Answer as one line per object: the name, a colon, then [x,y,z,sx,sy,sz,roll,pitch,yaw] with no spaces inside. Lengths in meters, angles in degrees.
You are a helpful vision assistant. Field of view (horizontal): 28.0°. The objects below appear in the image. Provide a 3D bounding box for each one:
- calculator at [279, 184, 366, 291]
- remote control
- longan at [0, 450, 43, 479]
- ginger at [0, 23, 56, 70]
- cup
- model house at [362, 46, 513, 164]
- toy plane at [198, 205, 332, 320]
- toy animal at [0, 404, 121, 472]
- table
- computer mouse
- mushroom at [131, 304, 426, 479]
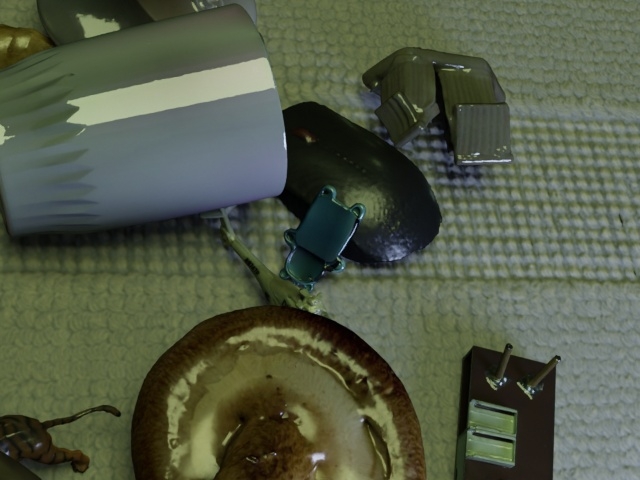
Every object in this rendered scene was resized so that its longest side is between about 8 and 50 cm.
calculator: [0.000,0.000,1.700,0.094,0.019,0.141,32,97,11]
remote control: [-0.238,-0.330,1.800,0.332,0.103,0.221,-20,68,-35]
longan: [-0.373,0.349,1.075,0.436,0.404,0.404,38,55,-16]
ginger: [-0.452,-0.244,1.711,0.205,0.081,0.115,4,30,-7]
cup: [-0.232,-0.141,1.614,0.371,0.253,0.253,-15,67,-16]
model house: [0.183,-0.182,1.836,0.229,0.122,0.188,7,48,-17]
toy plane: [-0.055,0.065,1.653,0.092,0.108,0.286,-28,60,-27]
toy animal: [-0.345,0.232,1.452,0.255,0.116,0.114,-28,74,-29]
table: [0.247,0.247,1.632,0.121,0.111,0.240,13,58,-9]
computer mouse: [0.035,-0.088,1.769,0.295,0.087,0.168,40,61,10]
mushroom: [-0.050,0.239,1.489,0.345,0.239,0.345,9,74,-33]
